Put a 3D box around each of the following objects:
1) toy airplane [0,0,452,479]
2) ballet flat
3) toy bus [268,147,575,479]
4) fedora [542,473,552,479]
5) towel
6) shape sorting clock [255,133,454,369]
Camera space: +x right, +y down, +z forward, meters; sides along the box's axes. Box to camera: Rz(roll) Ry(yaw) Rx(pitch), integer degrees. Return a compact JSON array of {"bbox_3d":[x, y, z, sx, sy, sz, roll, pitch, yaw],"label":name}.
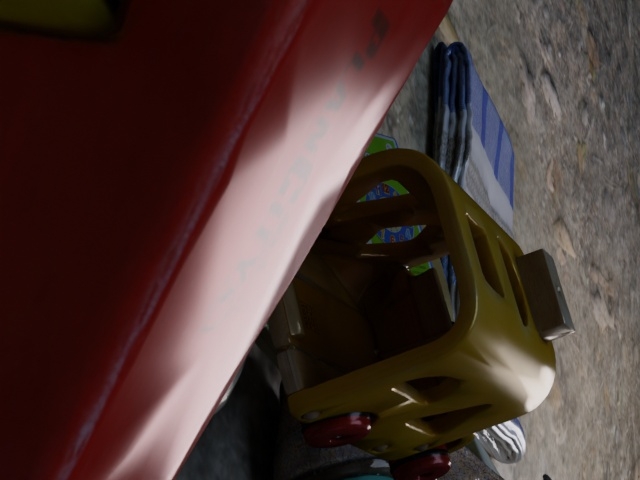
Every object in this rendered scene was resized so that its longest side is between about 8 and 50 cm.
[{"bbox_3d":[-0.096,-0.023,0.412,0.384,0.272,0.386,-44,158,-45],"label":"toy airplane"},{"bbox_3d":[0.061,0.141,0.981,0.316,0.107,0.106,54,21,-56],"label":"ballet flat"},{"bbox_3d":[0.051,0.036,0.714,0.191,0.104,0.202,62,18,-22],"label":"toy bus"},{"bbox_3d":[0.055,0.240,0.868,0.275,0.124,0.244,62,36,-62],"label":"fedora"},{"bbox_3d":[0.125,0.013,1.305,0.209,0.034,0.285,52,36,-57],"label":"towel"},{"bbox_3d":[0.000,0.000,0.860,0.206,0.040,0.206,35,42,-38],"label":"shape sorting clock"}]
